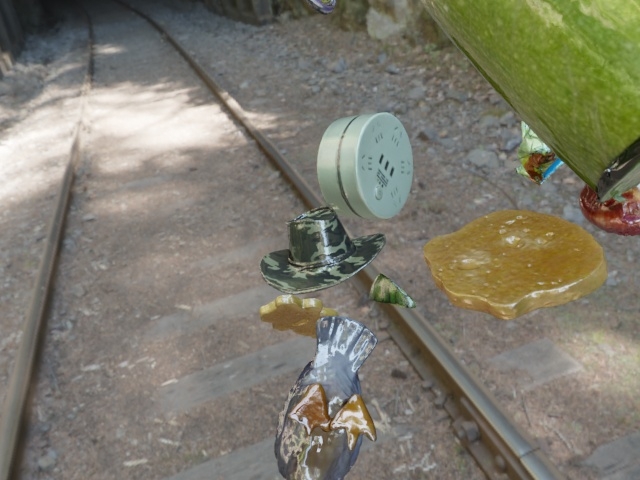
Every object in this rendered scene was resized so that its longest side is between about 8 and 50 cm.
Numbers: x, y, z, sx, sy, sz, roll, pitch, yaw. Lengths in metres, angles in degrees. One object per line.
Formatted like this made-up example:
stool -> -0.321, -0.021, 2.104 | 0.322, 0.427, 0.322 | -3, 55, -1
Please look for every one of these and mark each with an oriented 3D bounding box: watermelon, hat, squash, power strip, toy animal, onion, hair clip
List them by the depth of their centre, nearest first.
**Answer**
hat -> 0.000, 0.000, 0.500 | 0.121, 0.051, 0.121 | -16, 16, 5
squash -> 0.271, -0.253, 0.604 | 0.263, 0.263, 0.385 | -22, 66, -21
toy animal -> 0.002, 0.245, 0.784 | 0.122, 0.185, 0.298 | 12, 49, 0
hair clip -> -0.020, -0.553, 1.297 | 0.049, 0.116, 0.172 | -20, -27, 39
onion -> 0.733, -0.128, 1.396 | 0.229, 0.163, 0.230 | -15, 37, 12
watermelon -> 0.186, 0.130, 1.611 | 0.091, 0.075, 0.181 | 4, 5, -14
power strip -> 0.155, -0.246, 1.893 | 0.161, 0.358, 0.357 | 2, 29, 40

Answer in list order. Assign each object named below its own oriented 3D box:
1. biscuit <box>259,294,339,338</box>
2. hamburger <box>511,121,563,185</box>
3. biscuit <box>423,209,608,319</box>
biscuit -> -0.041, 0.188, 1.466 | 0.166, 0.225, 0.036 | -35, 46, 36
hamburger -> 0.534, -0.270, 1.333 | 0.150, 0.276, 0.260 | 48, 15, 19
biscuit -> 0.442, 0.050, 1.366 | 0.364, 0.062, 0.385 | -22, 28, -7
